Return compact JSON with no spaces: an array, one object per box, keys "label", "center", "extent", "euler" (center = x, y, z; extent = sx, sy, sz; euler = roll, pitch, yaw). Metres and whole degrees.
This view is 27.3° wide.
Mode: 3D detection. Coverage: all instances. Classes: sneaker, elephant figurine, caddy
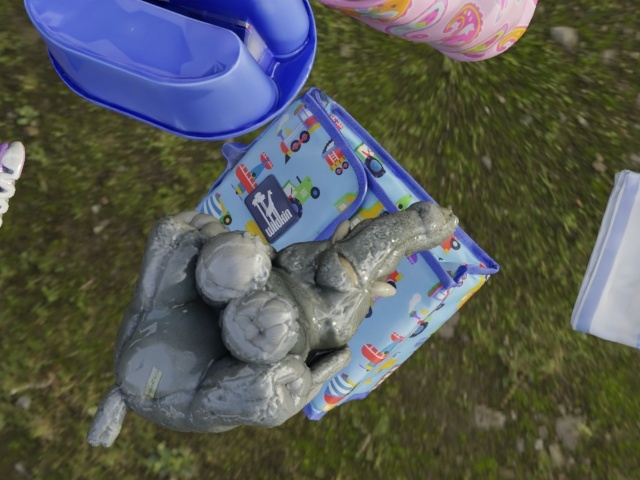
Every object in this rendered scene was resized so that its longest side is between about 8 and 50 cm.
[{"label":"sneaker","center":[-0.463,-0.029,1.693],"extent":[0.104,0.095,0.236],"euler":[19,96,-18]},{"label":"elephant figurine","center":[-0.028,0.056,0.965],"extent":[0.186,0.239,0.169],"euler":[6,98,27]},{"label":"caddy","center":[-0.174,-0.259,1.536],"extent":[0.341,0.179,0.241],"euler":[22,78,15]}]

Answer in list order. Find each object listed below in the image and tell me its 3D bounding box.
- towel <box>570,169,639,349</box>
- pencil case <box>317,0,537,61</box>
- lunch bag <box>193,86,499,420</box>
[{"label":"towel","center":[0.431,0.036,1.432],"extent":[0.285,0.034,0.209],"euler":[14,70,27]},{"label":"pencil case","center":[0.081,-0.219,1.055],"extent":[0.124,0.284,0.124],"euler":[-1,87,27]},{"label":"lunch bag","center":[0.000,0.000,1.393],"extent":[0.221,0.138,0.293],"euler":[-47,74,24]}]
